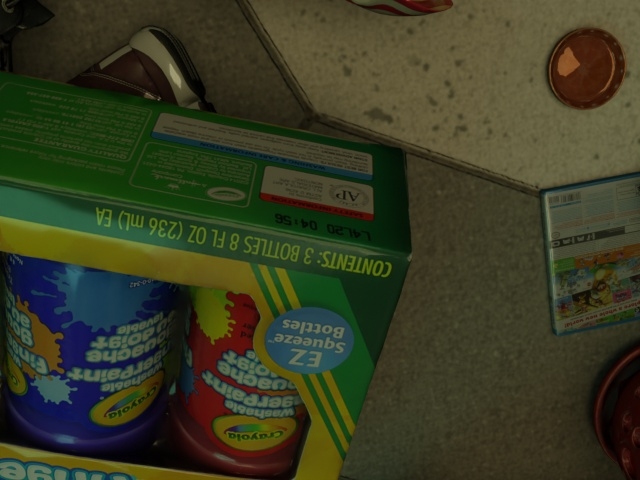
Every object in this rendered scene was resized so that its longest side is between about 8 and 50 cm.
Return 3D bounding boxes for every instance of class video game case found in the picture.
[{"bbox_3d":[0.306,0.016,0.907,0.119,0.015,0.166,-11,104,-6],"label":"video game case"}]

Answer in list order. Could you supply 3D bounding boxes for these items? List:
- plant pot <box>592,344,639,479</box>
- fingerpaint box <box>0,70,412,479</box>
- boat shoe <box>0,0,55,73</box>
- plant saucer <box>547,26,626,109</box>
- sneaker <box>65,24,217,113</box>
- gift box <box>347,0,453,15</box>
[{"bbox_3d":[0.404,0.208,0.884,0.191,0.174,0.191,-2,103,-7],"label":"plant pot"},{"bbox_3d":[-0.186,0.074,0.692,0.445,0.163,0.371,11,125,-5],"label":"fingerpaint box"},{"bbox_3d":[-0.290,-0.181,0.720,0.113,0.127,0.340,3,104,-10],"label":"boat shoe"},{"bbox_3d":[0.274,-0.177,0.857,0.084,0.013,0.083,-2,103,-7],"label":"plant saucer"},{"bbox_3d":[-0.154,-0.047,0.793,0.163,0.106,0.281,-25,95,4],"label":"sneaker"},{"bbox_3d":[0.020,-0.323,0.672,0.255,0.276,0.258,4,99,-22],"label":"gift box"}]
